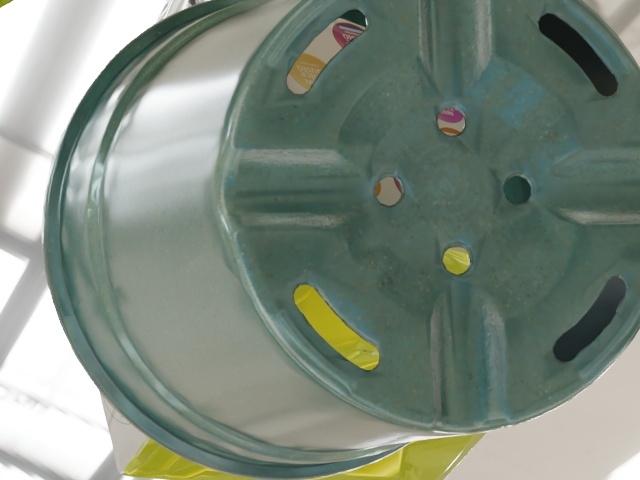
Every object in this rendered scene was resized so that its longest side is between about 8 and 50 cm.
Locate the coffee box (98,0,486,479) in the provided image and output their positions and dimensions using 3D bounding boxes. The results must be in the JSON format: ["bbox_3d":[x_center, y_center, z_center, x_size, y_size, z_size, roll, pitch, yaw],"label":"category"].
[{"bbox_3d":[0.000,0.000,1.548,0.337,0.338,0.334,9,-137,-33],"label":"coffee box"}]

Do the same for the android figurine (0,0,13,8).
[{"bbox_3d":[-0.233,-0.204,1.021,0.056,0.248,0.273,16,-152,12],"label":"android figurine"}]

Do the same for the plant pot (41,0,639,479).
[{"bbox_3d":[0.025,-0.014,1.035,0.341,0.334,0.341,1,-93,-17],"label":"plant pot"}]
